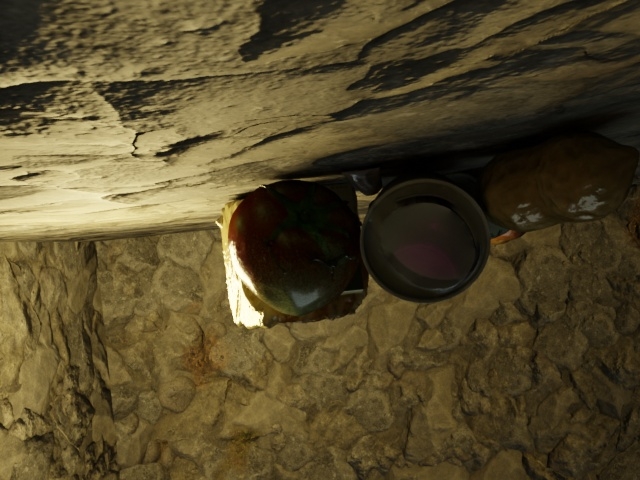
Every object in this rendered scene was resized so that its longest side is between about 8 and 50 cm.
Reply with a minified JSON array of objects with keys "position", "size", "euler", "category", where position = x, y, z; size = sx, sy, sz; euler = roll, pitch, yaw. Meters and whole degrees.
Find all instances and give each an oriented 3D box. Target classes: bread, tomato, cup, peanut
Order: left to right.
[{"position":[-0.080,0.045,1.494],"size":[0.371,0.390,0.279],"euler":[-4,171,-26],"category":"bread"},{"position":[-0.055,0.020,1.177],"size":[0.303,0.304,0.239],"euler":[-6,143,-22],"category":"tomato"},{"position":[0.226,-0.029,1.181],"size":[0.253,0.253,0.371],"euler":[-6,-169,10],"category":"cup"},{"position":[0.462,-0.083,1.435],"size":[0.234,0.186,0.258],"euler":[3,180,-41],"category":"cup"},{"position":[0.411,-0.104,0.965],"size":[0.192,0.170,0.387],"euler":[-17,179,-13],"category":"peanut"}]

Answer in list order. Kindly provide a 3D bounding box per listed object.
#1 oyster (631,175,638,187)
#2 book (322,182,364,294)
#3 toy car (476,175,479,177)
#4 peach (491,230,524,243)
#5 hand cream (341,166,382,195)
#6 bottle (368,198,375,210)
[{"position":[0.791,-0.186,1.630],"size":[0.354,0.107,0.201],"euler":[-18,-159,-2],"category":"oyster"},{"position":[0.000,0.000,1.343],"size":[0.201,0.290,0.026],"euler":[-6,168,-5],"category":"book"},{"position":[0.464,-0.165,1.599],"size":[0.069,0.055,0.142],"euler":[-7,166,-28],"category":"toy car"},{"position":[0.693,-0.104,2.055],"size":[0.252,0.253,0.252],"euler":[-6,180,0],"category":"peach"},{"position":[0.104,-0.138,1.170],"size":[0.084,0.053,0.142],"euler":[-7,165,16],"category":"hand cream"},{"position":[0.297,-0.096,1.667],"size":[0.271,0.143,0.156],"euler":[-19,164,-12],"category":"bottle"}]
